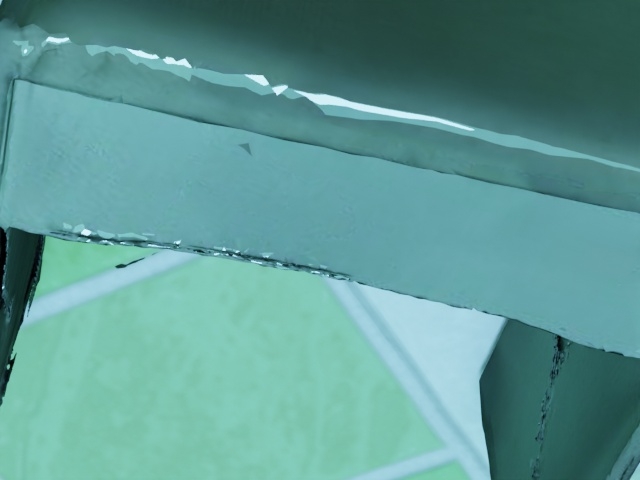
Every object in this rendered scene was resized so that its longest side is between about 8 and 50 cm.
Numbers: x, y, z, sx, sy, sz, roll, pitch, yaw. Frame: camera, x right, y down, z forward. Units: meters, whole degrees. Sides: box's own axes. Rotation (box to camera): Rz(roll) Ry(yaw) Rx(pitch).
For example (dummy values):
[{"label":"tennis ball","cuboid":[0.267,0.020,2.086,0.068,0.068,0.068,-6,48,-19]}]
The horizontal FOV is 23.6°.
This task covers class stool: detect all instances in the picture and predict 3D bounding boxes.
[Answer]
[{"label":"stool","cuboid":[0.000,0.000,0.580,0.244,0.170,0.269,12,131,-6]}]
